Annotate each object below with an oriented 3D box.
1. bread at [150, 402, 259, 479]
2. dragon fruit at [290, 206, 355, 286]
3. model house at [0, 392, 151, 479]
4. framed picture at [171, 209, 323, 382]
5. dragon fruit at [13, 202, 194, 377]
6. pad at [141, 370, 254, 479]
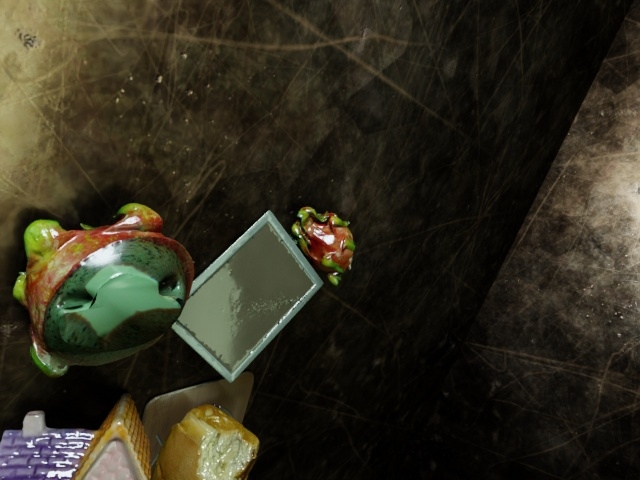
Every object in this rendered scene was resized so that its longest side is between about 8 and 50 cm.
[{"bbox_3d":[-0.272,0.529,0.993,0.344,0.195,0.148,-68,161,11],"label":"bread"},{"bbox_3d":[0.000,0.000,1.037,0.175,0.142,0.138,33,122,-27],"label":"dragon fruit"},{"bbox_3d":[-0.404,0.393,0.803,0.236,0.202,0.238,7,86,-13],"label":"model house"},{"bbox_3d":[-0.149,0.116,0.974,0.296,0.019,0.232,-45,123,-18],"label":"framed picture"},{"bbox_3d":[-0.316,0.078,0.724,0.268,0.130,0.295,-48,142,-5],"label":"dragon fruit"},{"bbox_3d":[-0.287,0.442,1.082,0.283,0.018,0.287,-2,116,-47],"label":"pad"}]
